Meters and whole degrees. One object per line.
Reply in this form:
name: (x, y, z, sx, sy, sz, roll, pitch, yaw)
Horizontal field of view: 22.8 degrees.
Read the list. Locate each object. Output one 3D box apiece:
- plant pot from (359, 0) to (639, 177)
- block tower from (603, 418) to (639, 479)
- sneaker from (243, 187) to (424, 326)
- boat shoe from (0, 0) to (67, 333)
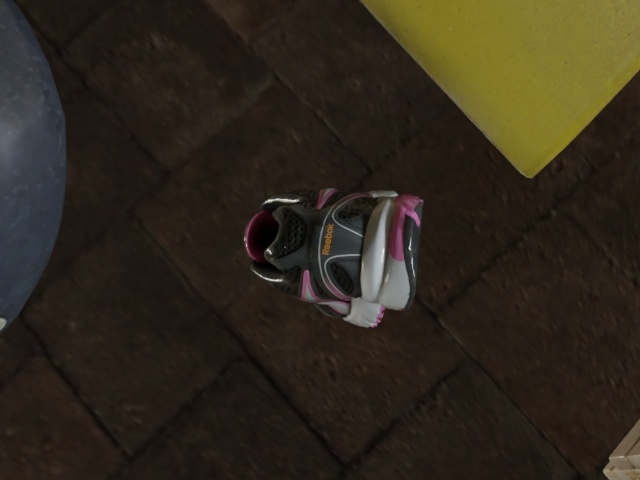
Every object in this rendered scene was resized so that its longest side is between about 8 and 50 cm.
plant pot: (0.073, -0.193, 0.597, 0.187, 0.212, 0.212, -37, 30, 18)
block tower: (0.415, 0.295, 1.522, 0.097, 0.091, 0.335, -45, 100, -23)
sneaker: (0.000, 0.000, 0.782, 0.077, 0.178, 0.072, 9, 80, -5)
boat shoe: (-0.231, -0.022, 0.495, 0.500, 0.156, 0.187, 5, 105, 55)
